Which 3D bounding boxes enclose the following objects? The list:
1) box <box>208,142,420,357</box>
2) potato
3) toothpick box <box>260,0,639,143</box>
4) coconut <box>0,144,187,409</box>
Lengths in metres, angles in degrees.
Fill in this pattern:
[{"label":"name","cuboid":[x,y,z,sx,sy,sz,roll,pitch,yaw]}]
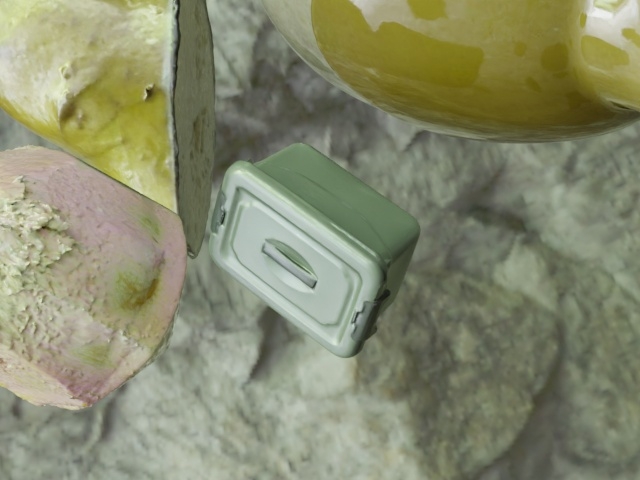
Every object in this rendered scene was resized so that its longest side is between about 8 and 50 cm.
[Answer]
[{"label":"box","cuboid":[0.000,0.000,1.038,0.093,0.172,0.124,-38,-23,-40]},{"label":"potato","cuboid":[-0.292,-0.189,1.569,0.296,0.290,0.397,4,-59,4]},{"label":"toothpick box","cuboid":[0.176,-0.290,1.083,0.409,0.425,0.408,-27,-54,-45]},{"label":"coconut","cuboid":[-0.245,0.043,1.172,0.245,0.233,0.233,32,-55,-29]}]
